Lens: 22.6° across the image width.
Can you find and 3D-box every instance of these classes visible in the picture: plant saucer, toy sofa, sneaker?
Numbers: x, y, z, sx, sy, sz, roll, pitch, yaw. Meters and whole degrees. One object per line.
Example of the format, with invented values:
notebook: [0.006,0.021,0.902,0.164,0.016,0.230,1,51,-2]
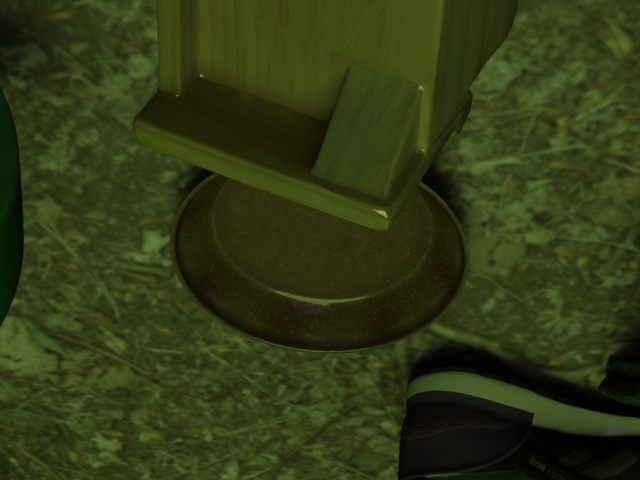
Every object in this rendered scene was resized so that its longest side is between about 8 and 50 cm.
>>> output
plant saucer: [0.000,0.000,1.065,0.198,0.036,0.199,3,138,3]
toy sofa: [0.011,-0.200,0.739,0.150,0.177,0.363,19,137,15]
sneaker: [0.189,0.191,1.172,0.283,0.124,0.107,14,152,-6]

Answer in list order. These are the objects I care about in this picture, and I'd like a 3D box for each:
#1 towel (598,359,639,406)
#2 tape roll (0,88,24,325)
towel: [0.363,0.107,1.022,0.312,0.056,0.324,12,174,-3]
tape roll: [-0.324,-0.017,0.869,0.321,0.321,0.077,7,136,-2]
